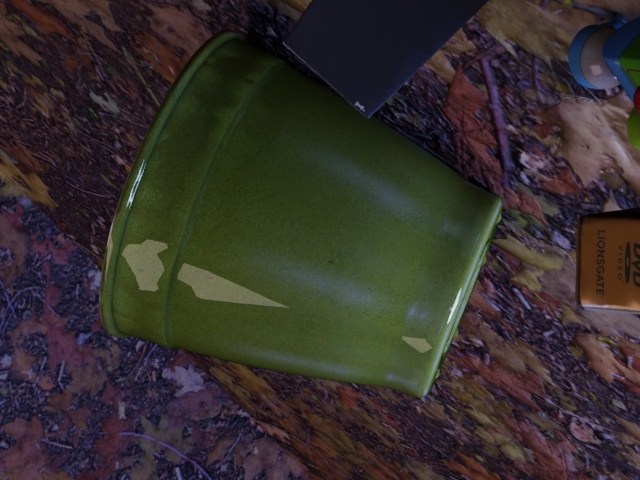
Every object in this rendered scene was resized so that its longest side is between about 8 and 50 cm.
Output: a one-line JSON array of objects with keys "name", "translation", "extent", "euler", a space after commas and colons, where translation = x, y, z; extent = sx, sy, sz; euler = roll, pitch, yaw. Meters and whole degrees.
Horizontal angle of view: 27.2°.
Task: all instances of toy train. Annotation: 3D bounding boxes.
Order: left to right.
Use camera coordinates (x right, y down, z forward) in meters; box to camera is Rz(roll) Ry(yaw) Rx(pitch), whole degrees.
[{"name": "toy train", "translation": [0.309, -0.081, 1.073], "extent": [0.248, 0.105, 0.143], "euler": [48, 168, -28]}]

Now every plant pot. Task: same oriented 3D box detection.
[{"name": "plant pot", "translation": [0.000, 0.000, 1.459], "extent": [0.353, 0.366, 0.366], "euler": [21, 157, 8]}]

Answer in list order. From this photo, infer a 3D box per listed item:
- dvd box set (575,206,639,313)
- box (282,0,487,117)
[{"name": "dvd box set", "translation": [0.402, 0.012, 0.766], "extent": [0.420, 0.062, 0.307], "euler": [3, -174, 36]}, {"name": "box", "translation": [0.092, -0.222, 0.990], "extent": [0.103, 0.184, 0.261], "euler": [39, 159, -5]}]
